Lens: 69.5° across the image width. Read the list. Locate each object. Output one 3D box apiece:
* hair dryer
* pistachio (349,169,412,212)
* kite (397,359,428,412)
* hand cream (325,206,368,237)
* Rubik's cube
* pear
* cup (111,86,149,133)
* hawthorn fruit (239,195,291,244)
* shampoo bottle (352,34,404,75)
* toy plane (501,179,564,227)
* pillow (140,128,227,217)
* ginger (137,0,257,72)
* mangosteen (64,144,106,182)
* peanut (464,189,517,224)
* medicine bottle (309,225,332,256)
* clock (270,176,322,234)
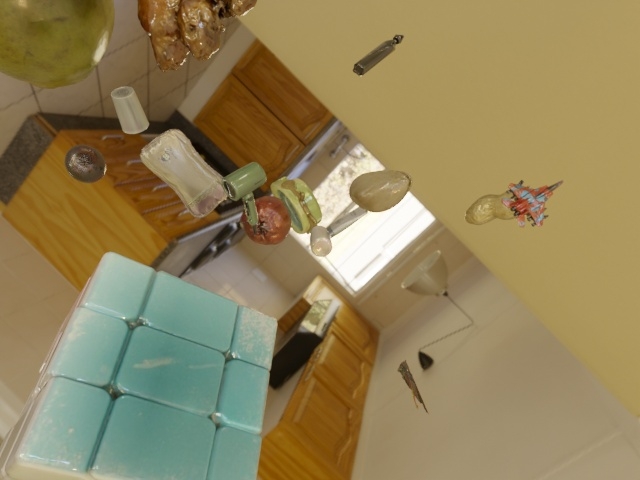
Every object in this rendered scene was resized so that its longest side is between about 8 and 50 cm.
[{"bbox_3d":[-0.130,-0.067,0.857,0.071,0.047,0.150,-36,137,-29],"label":"hair dryer"},{"bbox_3d":[0.167,-0.142,1.295,0.185,0.124,0.124,-22,-169,26],"label":"pistachio"},{"bbox_3d":[0.238,0.376,1.208,0.010,0.159,0.190,-17,-156,-8],"label":"kite"},{"bbox_3d":[0.081,-0.061,1.889,0.255,0.048,0.079,-35,-144,6],"label":"hand cream"},{"bbox_3d":[-0.295,0.267,0.759,0.319,0.322,0.315,-41,-149,38],"label":"Rubik's cube"},{"bbox_3d":[-0.638,-0.534,1.020,0.352,0.352,0.413,-45,159,-27],"label":"pear"},{"bbox_3d":[-0.530,-0.369,1.285,0.074,0.104,0.116,-8,138,-4],"label":"cup"},{"bbox_3d":[-0.152,-0.066,1.363,0.148,0.148,0.172,-45,-169,27],"label":"hawthorn fruit"},{"bbox_3d":[0.120,-0.380,0.942,0.137,0.027,0.048,-44,-148,-24],"label":"shampoo bottle"},{"bbox_3d":[0.549,-0.108,1.175,0.189,0.130,0.061,-27,167,-25],"label":"toy plane"},{"bbox_3d":[-0.345,-0.173,1.194,0.131,0.232,0.038,-39,-161,1],"label":"pillow"},{"bbox_3d":[-0.256,-0.528,0.990,0.357,0.274,0.152,-38,166,16],"label":"ginger"},{"bbox_3d":[-0.786,-0.254,1.546,0.140,0.140,0.140,-45,180,0],"label":"mangosteen"},{"bbox_3d":[0.488,-0.091,1.280,0.187,0.082,0.082,-11,-156,40],"label":"peanut"},{"bbox_3d":[0.000,0.000,1.109,0.052,0.052,0.089,-45,-161,14],"label":"medicine bottle"},{"bbox_3d":[-0.081,-0.135,1.793,0.096,0.235,0.308,-30,-165,-14],"label":"clock"}]
